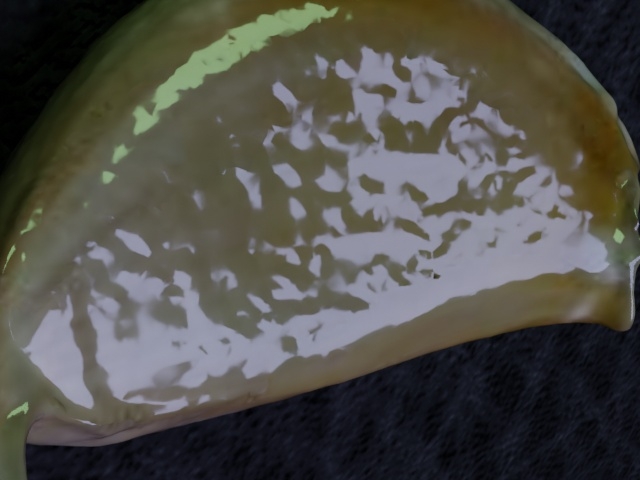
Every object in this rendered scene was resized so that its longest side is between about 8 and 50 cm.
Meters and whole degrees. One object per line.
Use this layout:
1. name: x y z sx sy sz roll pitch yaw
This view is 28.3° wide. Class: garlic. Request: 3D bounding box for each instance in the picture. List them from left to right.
1. garlic: -0.011 -0.008 0.417 0.245 0.164 0.145 -20 148 -26
